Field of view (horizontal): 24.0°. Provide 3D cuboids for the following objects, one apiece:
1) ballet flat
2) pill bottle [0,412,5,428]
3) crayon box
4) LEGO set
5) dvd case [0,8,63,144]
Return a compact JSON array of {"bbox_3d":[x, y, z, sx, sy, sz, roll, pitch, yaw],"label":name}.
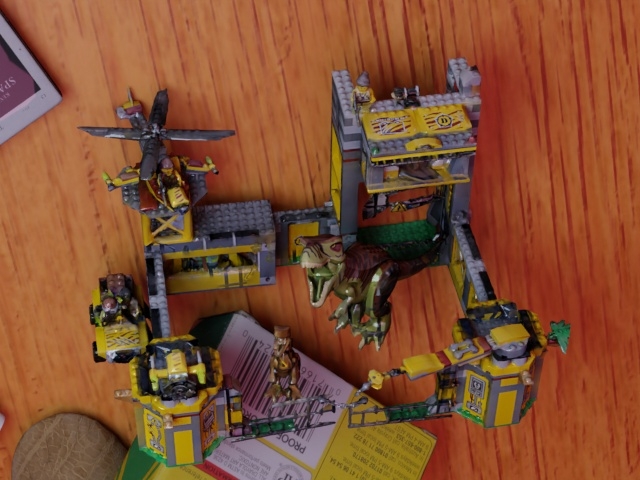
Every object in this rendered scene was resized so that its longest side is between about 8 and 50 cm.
[{"bbox_3d":[-0.164,0.303,1.179,0.116,0.124,0.342,-10,114,-5],"label":"ballet flat"},{"bbox_3d":[-0.279,0.121,1.125,0.083,0.043,0.043,38,102,-21],"label":"pill bottle"},{"bbox_3d":[-0.067,0.239,1.107,0.202,0.081,0.319,35,68,-21],"label":"crayon box"},{"bbox_3d":[0.000,0.000,1.009,0.331,0.255,0.192,-1,136,-1],"label":"LEGO set"},{"bbox_3d":[-0.313,-0.139,1.003,0.179,0.029,0.239,-36,113,-4],"label":"dvd case"}]
